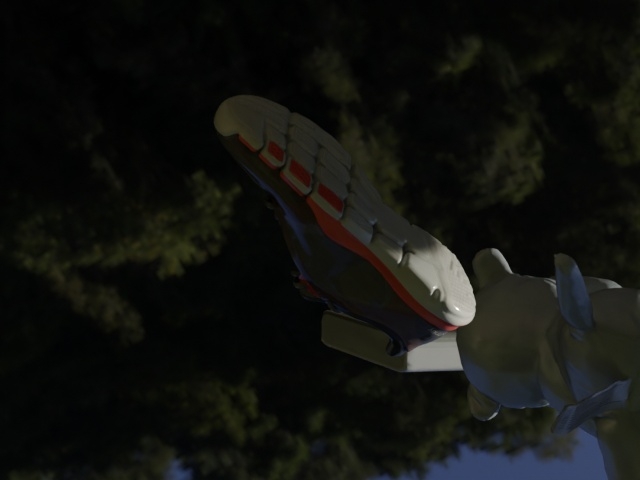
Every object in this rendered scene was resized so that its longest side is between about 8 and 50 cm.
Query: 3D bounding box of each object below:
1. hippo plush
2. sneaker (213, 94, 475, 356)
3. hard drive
[{"bbox_3d":[0.219,0.123,1.192,0.294,0.234,0.236,-1,180,-36],"label":"hippo plush"},{"bbox_3d":[0.000,0.000,0.692,0.065,0.158,0.061,-42,-171,28],"label":"sneaker"},{"bbox_3d":[0.181,0.101,1.519,0.307,0.040,0.203,1,-176,-23],"label":"hard drive"}]
